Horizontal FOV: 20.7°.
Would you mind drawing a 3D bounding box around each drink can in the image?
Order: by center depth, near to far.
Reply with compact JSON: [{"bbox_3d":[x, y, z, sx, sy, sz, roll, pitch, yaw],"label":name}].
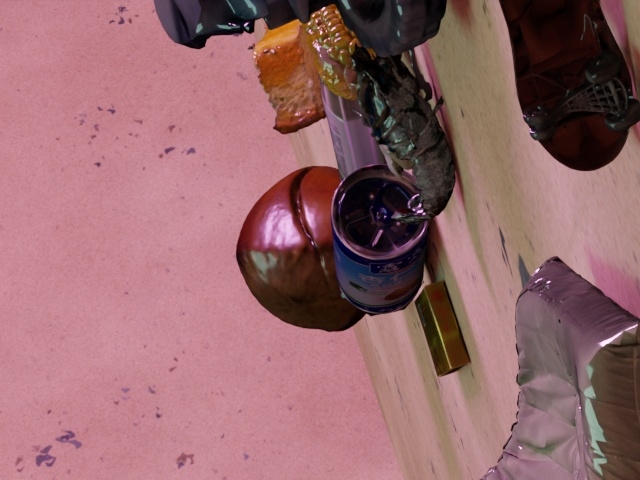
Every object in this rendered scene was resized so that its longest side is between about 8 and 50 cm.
[{"bbox_3d":[0.059,0.003,1.722,0.235,0.097,0.097,86,166,-76],"label":"drink can"}]

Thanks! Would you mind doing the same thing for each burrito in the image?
[{"bbox_3d":[0.067,-0.091,1.493,0.118,0.044,0.074,90,160,-87],"label":"burrito"}]

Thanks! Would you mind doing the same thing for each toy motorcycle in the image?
[{"bbox_3d":[-0.045,-0.256,1.232,0.416,0.172,0.232,32,142,63],"label":"toy motorcycle"}]

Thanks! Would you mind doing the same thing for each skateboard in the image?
[{"bbox_3d":[0.097,-0.103,0.757,0.080,0.067,0.151,-94,-14,-60],"label":"skateboard"}]

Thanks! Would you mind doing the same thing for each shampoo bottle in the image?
[{"bbox_3d":[0.040,-0.105,1.820,0.227,0.056,0.086,76,178,-49],"label":"shampoo bottle"}]

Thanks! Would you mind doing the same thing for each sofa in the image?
[{"bbox_3d":[0.076,0.137,0.886,0.210,0.225,0.176,-108,-2,-80],"label":"sofa"}]

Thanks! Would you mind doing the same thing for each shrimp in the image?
[{"bbox_3d":[0.075,-0.091,1.371,0.082,0.076,0.174,-52,-47,-41],"label":"shrimp"}]

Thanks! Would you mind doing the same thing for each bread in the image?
[{"bbox_3d":[-0.024,-0.183,1.880,0.187,0.065,0.103,-62,-47,-66],"label":"bread"}]

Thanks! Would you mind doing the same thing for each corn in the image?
[{"bbox_3d":[0.015,-0.207,1.491,0.080,0.080,0.238,76,178,-49],"label":"corn"}]

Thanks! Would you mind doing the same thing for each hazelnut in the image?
[{"bbox_3d":[0.000,0.000,2.141,0.208,0.208,0.208,163,90,-87],"label":"hazelnut"}]

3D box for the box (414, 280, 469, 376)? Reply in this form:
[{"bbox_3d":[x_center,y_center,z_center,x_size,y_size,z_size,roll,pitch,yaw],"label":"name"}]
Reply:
[{"bbox_3d":[0.121,0.091,1.764,0.156,0.022,0.089,89,165,-81],"label":"box"}]
